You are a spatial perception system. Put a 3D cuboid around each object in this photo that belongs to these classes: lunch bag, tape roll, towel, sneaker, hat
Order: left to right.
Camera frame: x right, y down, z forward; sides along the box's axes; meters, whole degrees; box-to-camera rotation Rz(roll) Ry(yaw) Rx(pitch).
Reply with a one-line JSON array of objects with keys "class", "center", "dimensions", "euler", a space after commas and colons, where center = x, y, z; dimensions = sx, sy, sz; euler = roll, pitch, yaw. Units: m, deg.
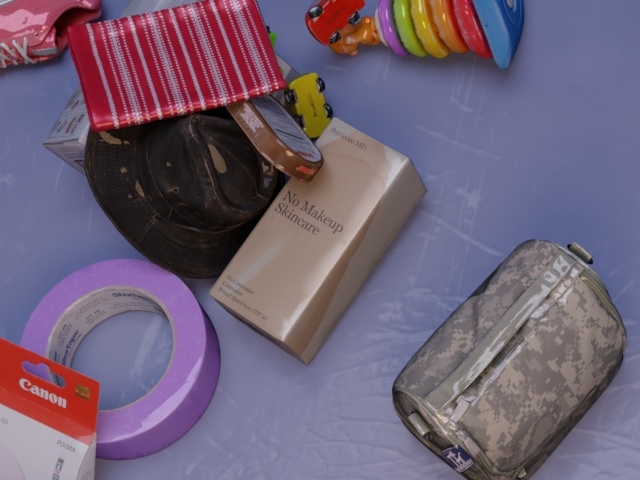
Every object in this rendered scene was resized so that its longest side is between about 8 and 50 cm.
[{"class": "sneaker", "center": [-0.489, -0.333, 2.241], "dimensions": [0.314, 0.116, 0.136], "euler": [-39, 65, -8]}, {"class": "tape roll", "center": [-0.284, 0.167, 1.975], "dimensions": [0.274, 0.090, 0.275], "euler": [-4, 65, 9]}, {"class": "towel", "center": [-0.202, -0.252, 1.918], "dimensions": [0.275, 0.031, 0.199], "euler": [-14, 56, -7]}, {"class": "hat", "center": [-0.158, -0.108, 1.948], "dimensions": [0.134, 0.331, 0.331], "euler": [-4, 55, 56]}, {"class": "lunch bag", "center": [0.236, 0.157, 1.770], "dimensions": [0.212, 0.256, 0.305], "euler": [39, 80, 24]}]

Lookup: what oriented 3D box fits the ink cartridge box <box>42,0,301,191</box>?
[{"class": "ink cartridge box", "center": [-0.212, -0.195, 2.081], "dimensions": [0.130, 0.272, 0.309], "euler": [0, 57, 55]}]

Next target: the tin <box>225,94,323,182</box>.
[{"class": "tin", "center": [-0.065, -0.153, 1.915], "dimensions": [0.040, 0.106, 0.190], "euler": [-53, 53, 22]}]

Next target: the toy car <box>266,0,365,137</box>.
[{"class": "toy car", "center": [-0.062, -0.285, 2.066], "dimensions": [0.053, 0.225, 0.239], "euler": [29, 107, 60]}]

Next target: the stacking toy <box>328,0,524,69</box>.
[{"class": "stacking toy", "center": [0.146, -0.334, 2.105], "dimensions": [0.302, 0.175, 0.166], "euler": [-11, 33, 26]}]

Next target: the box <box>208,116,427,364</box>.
[{"class": "box", "center": [0.000, 0.000, 1.958], "dimensions": [0.148, 0.121, 0.311], "euler": [30, 80, 25]}]

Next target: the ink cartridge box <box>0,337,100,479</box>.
[{"class": "ink cartridge box", "center": [-0.395, 0.266, 1.887], "dimensions": [0.189, 0.232, 0.066], "euler": [21, 35, 20]}]
